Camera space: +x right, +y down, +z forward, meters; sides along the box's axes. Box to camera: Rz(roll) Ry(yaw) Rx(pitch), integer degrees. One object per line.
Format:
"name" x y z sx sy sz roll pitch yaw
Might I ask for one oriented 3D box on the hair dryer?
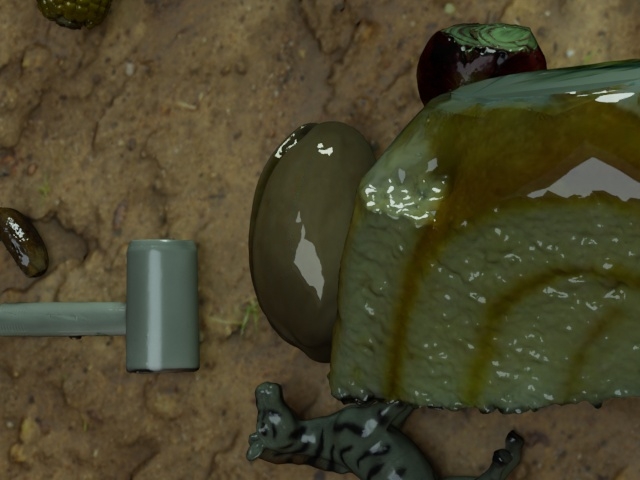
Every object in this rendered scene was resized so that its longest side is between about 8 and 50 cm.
"hair dryer" -0.225 0.067 1.839 0.236 0.073 0.131 -3 86 29

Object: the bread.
"bread" 0.176 -0.016 1.550 0.395 0.239 0.264 -5 115 22

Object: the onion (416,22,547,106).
"onion" 0.144 -0.140 1.673 0.117 0.118 0.119 17 95 24

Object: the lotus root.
"lotus root" -0.301 -0.002 1.873 0.030 0.037 0.083 -39 76 12

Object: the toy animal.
"toy animal" 0.067 0.177 1.712 0.255 0.090 0.170 30 104 21

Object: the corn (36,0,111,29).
"corn" -0.233 -0.323 1.832 0.080 0.080 0.231 6 90 20

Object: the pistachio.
"pistachio" 0.000 0.000 1.722 0.135 0.136 0.226 -1 84 20
